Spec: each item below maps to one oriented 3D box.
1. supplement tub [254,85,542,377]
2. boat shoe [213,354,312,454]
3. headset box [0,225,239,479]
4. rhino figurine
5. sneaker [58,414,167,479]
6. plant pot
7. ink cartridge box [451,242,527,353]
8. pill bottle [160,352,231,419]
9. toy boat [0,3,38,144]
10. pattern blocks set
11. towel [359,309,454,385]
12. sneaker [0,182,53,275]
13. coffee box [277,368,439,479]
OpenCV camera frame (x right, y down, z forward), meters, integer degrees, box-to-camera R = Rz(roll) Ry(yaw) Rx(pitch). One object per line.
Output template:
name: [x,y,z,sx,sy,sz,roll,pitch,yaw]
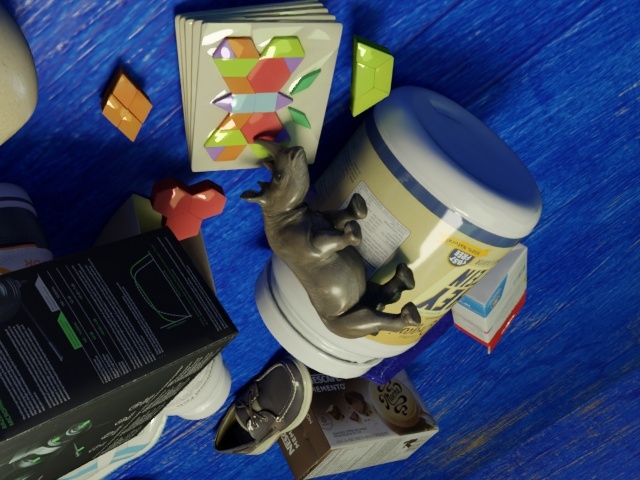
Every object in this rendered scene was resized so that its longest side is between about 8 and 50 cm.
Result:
supplement tub: [0.082,-0.002,0.915,0.228,0.228,0.316,6,134,-44]
boat shoe: [-0.106,0.301,1.318,0.092,0.102,0.285,-9,149,-38]
headset box: [-0.259,0.135,0.674,0.283,0.131,0.246,-22,161,-48]
rhino figurine: [0.000,0.000,0.770,0.106,0.243,0.073,-28,-168,31]
sneaker: [-0.323,0.294,1.141,0.229,0.087,0.092,-41,145,14]
plant pot: [-0.198,0.029,0.855,0.096,0.109,0.109,-31,151,23]
ink cartridge box: [0.298,0.095,1.333,0.134,0.078,0.231,-51,152,-15]
pill bottle: [-0.204,0.158,0.999,0.131,0.131,0.229,-30,149,-1]
toy boat: [-0.288,-0.160,0.479,0.318,0.148,0.268,-46,160,32]
pattern blocks set: [-0.063,-0.141,0.736,0.286,0.026,0.324,-17,138,-8]
towel: [0.104,0.157,1.307,0.228,0.076,0.308,-38,148,15]
sneaker: [-0.401,0.076,0.710,0.321,0.127,0.126,-30,165,2]
coffee box: [0.059,0.336,1.438,0.297,0.168,0.119,5,135,-42]
